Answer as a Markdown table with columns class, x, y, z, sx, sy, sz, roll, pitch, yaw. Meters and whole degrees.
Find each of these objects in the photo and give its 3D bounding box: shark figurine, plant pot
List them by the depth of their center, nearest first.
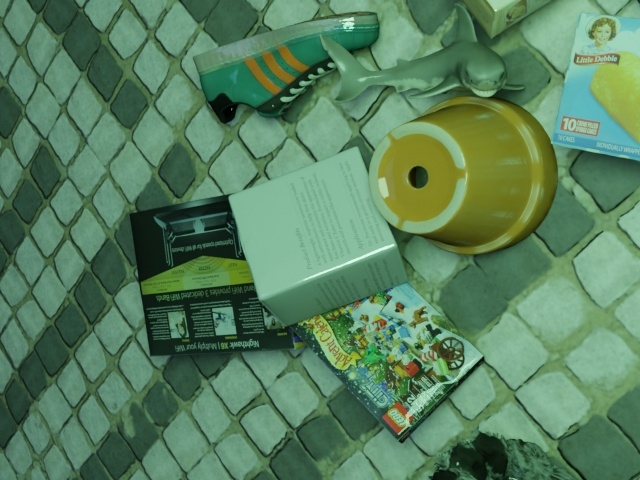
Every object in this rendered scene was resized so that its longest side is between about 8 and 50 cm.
| class | x | y | z | sx | sy | sz | roll | pitch | yaw |
| --- | --- | --- | --- | --- | --- | --- | --- | --- | --- |
| plant pot | 0.160 | -0.079 | 0.991 | 0.205 | 0.188 | 0.205 | 3 | 96 | 34 |
| shark figurine | 0.143 | -0.235 | 1.016 | 0.278 | 0.166 | 0.116 | 12 | 110 | 47 |

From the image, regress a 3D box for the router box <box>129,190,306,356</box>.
| class | x | y | z | sx | sy | sz | roll | pitch | yaw |
| --- | --- | --- | --- | --- | --- | --- | --- | --- | --- |
| router box | -0.154 | 0.053 | 1.281 | 0.309 | 0.081 | 0.243 | -7 | 90 | 34 |

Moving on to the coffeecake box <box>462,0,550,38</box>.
| class | x | y | z | sx | sy | sz | roll | pitch | yaw |
| --- | --- | --- | --- | --- | --- | --- | --- | --- | --- |
| coffeecake box | 0.236 | -0.349 | 0.935 | 0.185 | 0.068 | 0.142 | -32 | 75 | -1 |

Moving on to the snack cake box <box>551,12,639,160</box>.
| class | x | y | z | sx | sy | sz | roll | pitch | yaw |
| --- | --- | --- | --- | --- | --- | --- | --- | --- | --- |
| snack cake box | 0.404 | -0.155 | 0.880 | 0.264 | 0.089 | 0.152 | 16 | 104 | 32 |

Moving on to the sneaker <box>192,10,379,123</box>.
| class | x | y | z | sx | sy | sz | roll | pitch | yaw |
| --- | --- | --- | --- | --- | --- | --- | --- | --- | --- |
| sneaker | -0.042 | -0.248 | 1.173 | 0.302 | 0.108 | 0.121 | -8 | 106 | 31 |

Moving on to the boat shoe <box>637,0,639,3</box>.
| class | x | y | z | sx | sy | sz | roll | pitch | yaw |
| --- | --- | --- | --- | --- | --- | --- | --- | --- | --- |
| boat shoe | 0.451 | -0.369 | 0.827 | 0.340 | 0.127 | 0.158 | -24 | 120 | 16 |

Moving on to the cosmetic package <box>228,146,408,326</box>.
| class | x | y | z | sx | sy | sz | roll | pitch | yaw |
| --- | --- | --- | --- | --- | --- | --- | --- | --- | --- |
| cosmetic package | 0.000 | 0.000 | 1.066 | 0.184 | 0.151 | 0.151 | -20 | 68 | 4 |

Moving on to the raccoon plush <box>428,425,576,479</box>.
| class | x | y | z | sx | sy | sz | roll | pitch | yaw |
| --- | --- | --- | --- | --- | --- | --- | --- | --- | --- |
| raccoon plush | 0.210 | 0.451 | 0.966 | 0.446 | 0.216 | 0.299 | 51 | 126 | 38 |

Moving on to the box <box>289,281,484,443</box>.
| class | x | y | z | sx | sy | sz | roll | pitch | yaw |
| --- | --- | --- | --- | --- | --- | --- | --- | --- | --- |
| box | 0.084 | 0.135 | 1.106 | 0.159 | 0.044 | 0.233 | -44 | 67 | -5 |
